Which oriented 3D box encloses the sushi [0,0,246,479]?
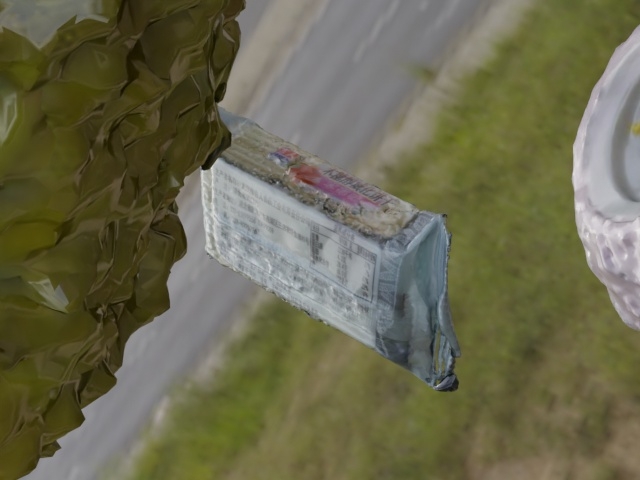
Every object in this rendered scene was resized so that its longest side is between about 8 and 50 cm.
[{"bbox_3d":[-0.204,-0.129,0.538,0.240,0.396,0.351,102,179,-50],"label":"sushi"}]

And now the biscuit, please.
[{"bbox_3d":[0.000,0.004,1.509,0.079,0.309,0.186,-37,-41,-36],"label":"biscuit"}]

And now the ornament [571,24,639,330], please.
[{"bbox_3d":[0.289,-0.037,1.057,0.259,0.225,0.259,-48,30,39],"label":"ornament"}]
